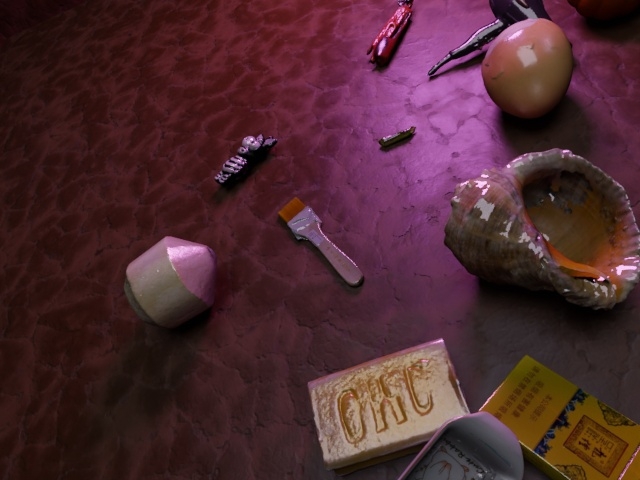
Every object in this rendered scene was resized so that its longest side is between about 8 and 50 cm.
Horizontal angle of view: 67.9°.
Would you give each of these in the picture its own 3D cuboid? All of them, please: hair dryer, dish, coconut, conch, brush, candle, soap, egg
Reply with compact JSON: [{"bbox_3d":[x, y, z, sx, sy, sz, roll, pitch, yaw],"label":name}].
[{"bbox_3d":[0.469,-0.537,1.324,0.359,0.120,0.304,-31,65,14],"label":"hair dryer"},{"bbox_3d":[0.212,0.377,0.760,0.154,0.064,0.234,39,92,0],"label":"dish"},{"bbox_3d":[-0.348,0.094,1.154,0.221,0.202,0.202,-33,51,4],"label":"coconut"},{"bbox_3d":[0.415,-0.017,0.911,0.297,0.210,0.352,-44,76,0],"label":"conch"},{"bbox_3d":[0.000,0.000,1.179,0.085,0.020,0.336,-40,52,-6],"label":"brush"},{"bbox_3d":[0.235,-0.673,1.516,0.084,0.059,0.302,24,71,21],"label":"candle"},{"bbox_3d":[0.126,0.304,0.877,0.274,0.089,0.174,-22,55,8],"label":"soap"},{"bbox_3d":[0.494,-0.402,1.132,0.200,0.201,0.245,-11,64,16],"label":"egg"}]

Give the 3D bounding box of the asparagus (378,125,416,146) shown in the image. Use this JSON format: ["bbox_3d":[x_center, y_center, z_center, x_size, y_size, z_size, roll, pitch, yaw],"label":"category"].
[{"bbox_3d":[0.209,-0.282,1.280,0.108,0.025,0.021,-22,42,7],"label":"asparagus"}]

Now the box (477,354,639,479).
[{"bbox_3d":[0.410,0.317,0.754,0.153,0.041,0.279,-36,49,-26],"label":"box"}]

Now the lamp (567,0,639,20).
[{"bbox_3d":[0.746,-0.684,1.219,0.223,0.196,0.224,1,94,16],"label":"lamp"}]

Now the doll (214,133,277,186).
[{"bbox_3d":[-0.225,-0.246,1.414,0.219,0.067,0.091,-45,42,-13],"label":"doll"}]
